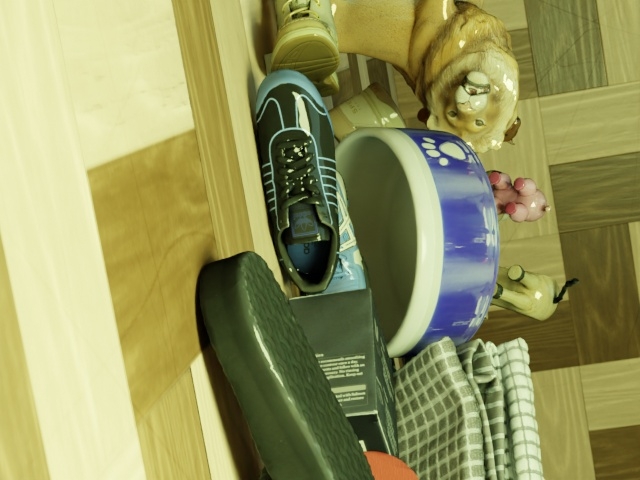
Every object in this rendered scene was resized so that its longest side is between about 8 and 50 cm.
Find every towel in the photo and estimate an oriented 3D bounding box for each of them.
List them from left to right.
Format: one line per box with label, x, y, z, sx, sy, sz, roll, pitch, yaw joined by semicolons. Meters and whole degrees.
towel;0.122;0.257;1.621;0.284;0.121;0.235;-44;-141;47

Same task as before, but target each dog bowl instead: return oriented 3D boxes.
dog bowl;0.093;0.002;1.675;0.265;0.104;0.265;5;-85;64

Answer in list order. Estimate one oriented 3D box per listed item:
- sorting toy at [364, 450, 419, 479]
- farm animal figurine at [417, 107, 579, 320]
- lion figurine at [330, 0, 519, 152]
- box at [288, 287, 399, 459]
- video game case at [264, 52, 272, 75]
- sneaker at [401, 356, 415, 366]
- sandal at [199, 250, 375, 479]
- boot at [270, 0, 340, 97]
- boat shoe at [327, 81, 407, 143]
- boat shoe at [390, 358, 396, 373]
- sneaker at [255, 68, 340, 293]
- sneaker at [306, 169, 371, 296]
sorting toy;0.038;0.401;1.457;0.126;0.127;0.365;141;-52;-65
farm animal figurine;0.171;-0.015;1.874;0.172;0.327;0.330;24;48;-48
lion figurine;0.079;-0.267;1.764;0.142;0.392;0.240;-14;122;-55
box;0.025;0.161;1.526;0.156;0.093;0.158;73;12;-49
video game case;-0.044;-0.153;1.675;0.087;0.011;0.122;-41;122;-81
sneaker;0.135;0.204;1.810;0.228;0.086;0.132;92;4;-52
sandal;-0.016;0.222;1.227;0.167;0.107;0.445;-65;133;-73
boot;-0.022;-0.258;1.625;0.213;0.077;0.165;62;21;-80
boat shoe;0.110;-0.058;2.105;0.341;0.110;0.121;62;-4;-18
boat shoe;0.069;0.175;1.951;0.083;0.065;0.183;65;12;-55
sneaker;-0.018;-0.057;1.502;0.090;0.081;0.232;-98;177;-65
sneaker;0.000;0.000;1.627;0.081;0.080;0.211;48;24;-64
